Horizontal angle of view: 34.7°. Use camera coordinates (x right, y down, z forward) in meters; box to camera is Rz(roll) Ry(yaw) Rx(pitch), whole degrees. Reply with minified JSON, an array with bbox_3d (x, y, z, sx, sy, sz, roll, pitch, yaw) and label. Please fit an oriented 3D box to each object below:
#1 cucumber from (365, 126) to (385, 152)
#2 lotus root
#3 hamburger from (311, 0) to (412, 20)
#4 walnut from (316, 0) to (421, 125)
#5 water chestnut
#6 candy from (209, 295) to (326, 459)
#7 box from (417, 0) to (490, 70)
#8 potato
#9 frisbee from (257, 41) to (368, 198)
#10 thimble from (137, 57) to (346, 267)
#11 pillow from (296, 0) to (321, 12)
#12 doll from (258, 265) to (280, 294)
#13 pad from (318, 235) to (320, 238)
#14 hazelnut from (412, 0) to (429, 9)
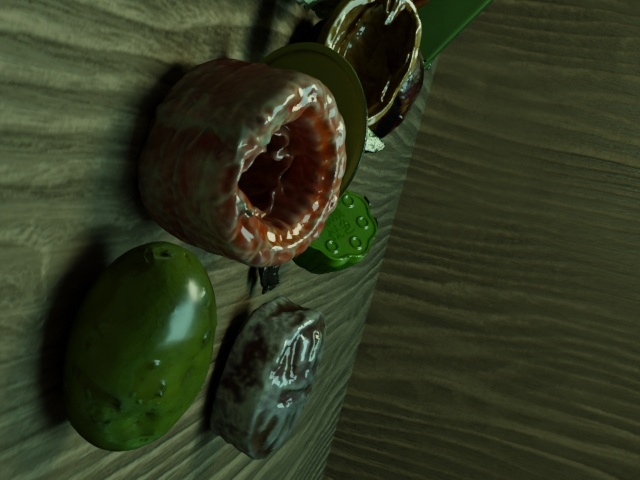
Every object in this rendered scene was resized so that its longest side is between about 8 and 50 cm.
[{"bbox_3d":[0.005,-0.169,1.596,0.078,0.211,0.062,42,81,-38],"label":"cucumber"},{"bbox_3d":[0.000,0.000,2.001,0.186,0.186,0.186,16,90,-80],"label":"lotus root"},{"bbox_3d":[0.066,-0.421,1.557,0.215,0.189,0.122,-34,159,0],"label":"hamburger"},{"bbox_3d":[0.048,-0.268,1.478,0.167,0.087,0.211,27,89,-42],"label":"walnut"},{"bbox_3d":[0.068,-0.285,1.702,0.238,0.224,0.223,-48,157,-31],"label":"water chestnut"},{"bbox_3d":[-0.094,0.240,1.829,0.214,0.157,0.289,1,112,-65],"label":"candy"},{"bbox_3d":[0.236,-0.482,2.078,0.328,0.178,0.253,-45,179,22],"label":"box"},{"bbox_3d":[-0.201,0.118,1.116,0.186,0.149,0.253,-16,131,-59],"label":"potato"},{"bbox_3d":[-0.032,-0.140,1.326,0.017,0.236,0.235,8,99,-52],"label":"frisbee"},{"bbox_3d":[-0.084,-0.091,1.200,0.239,0.162,0.239,-34,135,-42],"label":"thimble"},{"bbox_3d":[0.006,-0.458,1.353,0.283,0.138,0.309,-60,166,-83],"label":"pillow"},{"bbox_3d":[-0.078,0.015,1.842,0.139,0.057,0.165,-60,164,-56],"label":"doll"},{"bbox_3d":[0.003,-0.192,1.869,0.284,0.018,0.286,72,30,-45],"label":"pad"},{"bbox_3d":[0.118,-0.458,1.743,0.208,0.208,0.208,16,90,-80],"label":"hazelnut"}]
